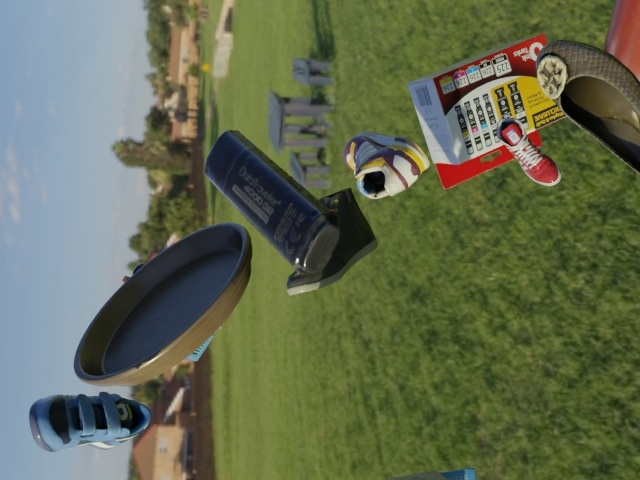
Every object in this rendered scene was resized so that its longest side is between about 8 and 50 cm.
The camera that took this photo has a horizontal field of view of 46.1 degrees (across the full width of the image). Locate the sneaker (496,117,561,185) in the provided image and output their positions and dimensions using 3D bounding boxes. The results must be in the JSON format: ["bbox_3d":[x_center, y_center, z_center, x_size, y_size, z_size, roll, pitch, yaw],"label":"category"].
[{"bbox_3d":[0.294,-0.129,1.075,0.042,0.067,0.118,-42,59,11],"label":"sneaker"}]

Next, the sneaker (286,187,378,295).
[{"bbox_3d":[0.000,0.000,1.221,0.083,0.222,0.118,-15,104,39],"label":"sneaker"}]

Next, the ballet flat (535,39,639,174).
[{"bbox_3d":[0.307,-0.117,0.767,0.250,0.058,0.084,50,158,24],"label":"ballet flat"}]

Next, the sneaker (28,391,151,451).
[{"bbox_3d":[-0.219,0.170,0.722,0.144,0.059,0.053,31,-139,-67],"label":"sneaker"}]

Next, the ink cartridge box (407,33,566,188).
[{"bbox_3d":[0.397,-0.293,1.739,0.272,0.309,0.130,69,164,-14],"label":"ink cartridge box"}]

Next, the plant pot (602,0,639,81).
[{"bbox_3d":[0.657,-0.427,1.387,0.272,0.272,0.265,-105,19,-55],"label":"plant pot"}]

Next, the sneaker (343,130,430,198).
[{"bbox_3d":[0.069,-0.102,1.050,0.084,0.070,0.185,-45,22,-16],"label":"sneaker"}]

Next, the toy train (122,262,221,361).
[{"bbox_3d":[-0.246,0.112,1.217,0.105,0.184,0.080,-56,-19,-7],"label":"toy train"}]

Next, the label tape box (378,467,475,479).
[{"bbox_3d":[0.116,0.457,1.010,0.115,0.347,0.249,-11,78,59],"label":"label tape box"}]

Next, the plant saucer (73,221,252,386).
[{"bbox_3d":[-0.194,0.083,0.961,0.041,0.277,0.278,54,-174,-25],"label":"plant saucer"}]

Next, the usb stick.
[{"bbox_3d":[-0.063,-0.053,0.876,0.278,0.045,0.077,43,109,49],"label":"usb stick"}]
